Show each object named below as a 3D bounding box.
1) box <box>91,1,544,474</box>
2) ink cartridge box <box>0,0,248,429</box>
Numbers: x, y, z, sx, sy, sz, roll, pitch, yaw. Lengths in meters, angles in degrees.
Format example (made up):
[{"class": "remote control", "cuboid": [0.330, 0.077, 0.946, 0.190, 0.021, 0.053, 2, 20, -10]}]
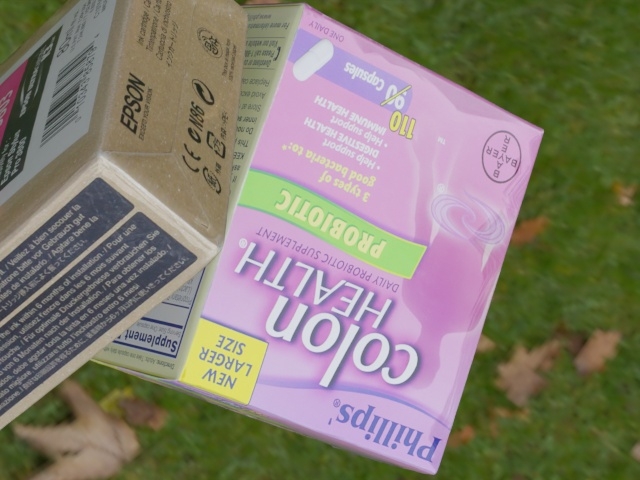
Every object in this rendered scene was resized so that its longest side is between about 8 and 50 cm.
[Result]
[{"class": "box", "cuboid": [0.000, 0.000, 1.185, 0.213, 0.117, 0.243, 24, 81, -35]}, {"class": "ink cartridge box", "cuboid": [-0.138, -0.034, 1.000, 0.193, 0.235, 0.088, -37, 118, 25]}]
